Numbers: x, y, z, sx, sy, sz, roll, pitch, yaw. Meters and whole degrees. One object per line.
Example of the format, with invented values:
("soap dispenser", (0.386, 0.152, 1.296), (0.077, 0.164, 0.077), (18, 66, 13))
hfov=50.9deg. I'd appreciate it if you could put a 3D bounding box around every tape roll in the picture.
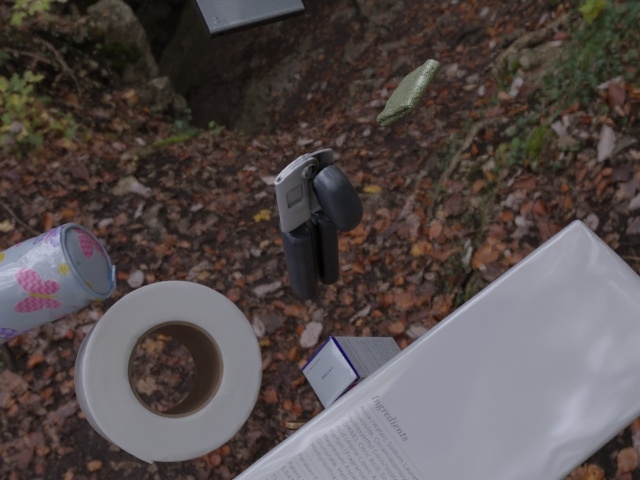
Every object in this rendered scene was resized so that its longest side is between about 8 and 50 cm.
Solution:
("tape roll", (-0.225, 0.190, 0.980), (0.246, 0.246, 0.169), (-49, 10, -24))

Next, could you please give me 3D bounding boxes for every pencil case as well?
("pencil case", (-0.418, 0.079, 0.909), (0.273, 0.124, 0.113), (-26, 31, 9))

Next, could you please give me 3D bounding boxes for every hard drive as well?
("hard drive", (-0.100, -0.324, 0.886), (0.135, 0.022, 0.094), (-21, 80, -20))

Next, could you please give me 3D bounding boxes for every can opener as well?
("can opener", (0.000, 0.000, 0.805), (0.076, 0.283, 0.095), (-33, 62, -17))

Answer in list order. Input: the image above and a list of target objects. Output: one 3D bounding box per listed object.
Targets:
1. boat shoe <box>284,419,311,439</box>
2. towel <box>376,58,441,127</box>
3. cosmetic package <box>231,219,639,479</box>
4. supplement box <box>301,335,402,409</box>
("boat shoe", (0.020, 0.412, 1.422), (0.207, 0.073, 0.073), (2, 80, -24))
("towel", (0.149, -0.254, 1.169), (0.110, 0.027, 0.148), (-58, 13, -9))
("cosmetic package", (0.119, 0.178, 0.599), (0.385, 0.217, 0.156), (-35, 67, -4))
("supplement box", (0.087, 0.282, 1.450), (0.111, 0.220, 0.114), (-52, 55, 24))
